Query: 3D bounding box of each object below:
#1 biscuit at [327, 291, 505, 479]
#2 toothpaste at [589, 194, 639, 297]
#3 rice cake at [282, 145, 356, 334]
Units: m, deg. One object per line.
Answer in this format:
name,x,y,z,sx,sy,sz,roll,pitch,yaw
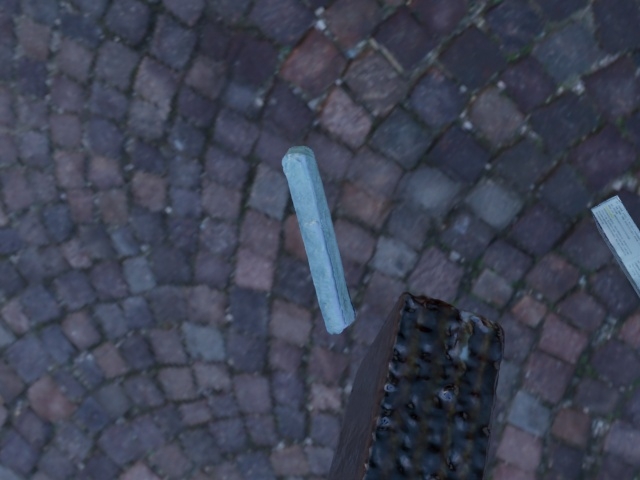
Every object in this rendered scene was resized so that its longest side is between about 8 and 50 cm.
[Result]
biscuit,0.041,0.154,0.715,0.070,0.252,0.106,20,140,-4
toothpaste,0.322,0.027,1.284,0.034,0.164,0.046,-27,138,6
rice cake,-0.001,0.001,1.340,0.033,0.033,0.208,-6,109,24
